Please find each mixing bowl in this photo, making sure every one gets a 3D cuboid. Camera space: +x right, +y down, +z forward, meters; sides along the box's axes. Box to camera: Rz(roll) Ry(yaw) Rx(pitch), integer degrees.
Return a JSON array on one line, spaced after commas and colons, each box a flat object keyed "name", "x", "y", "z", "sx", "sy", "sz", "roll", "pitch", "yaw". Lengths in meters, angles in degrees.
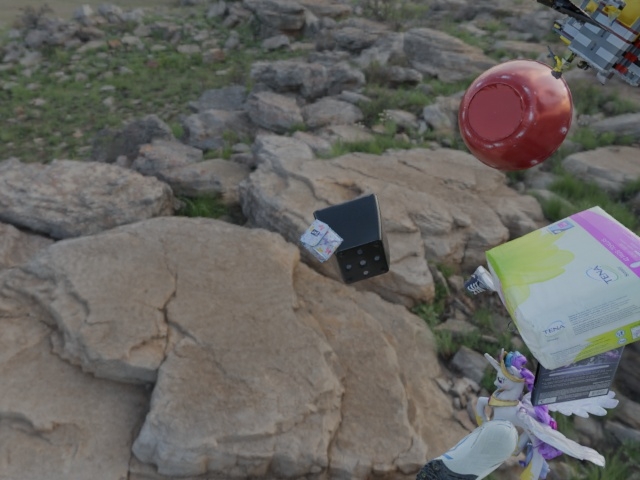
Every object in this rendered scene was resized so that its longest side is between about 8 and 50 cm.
[{"name": "mixing bowl", "x": 0.290, "y": -0.198, "z": 0.834, "sx": 0.181, "sy": 0.181, "sz": 0.098, "roll": 19, "pitch": 19, "yaw": 33}]

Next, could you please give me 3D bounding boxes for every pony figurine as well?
[{"name": "pony figurine", "x": 0.583, "y": 0.494, "z": 1.450, "sx": 0.351, "sy": 0.363, "sz": 0.303, "roll": 22, "pitch": 31, "yaw": 23}]

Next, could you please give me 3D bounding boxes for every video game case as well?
[{"name": "video game case", "x": 0.623, "y": 0.304, "z": 1.281, "sx": 0.196, "sy": 0.274, "sz": 0.026, "roll": -10, "pitch": 39, "yaw": 2}]

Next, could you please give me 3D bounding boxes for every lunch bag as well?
[{"name": "lunch bag", "x": 0.000, "y": 0.000, "z": 1.278, "sx": 0.071, "sy": 0.083, "sz": 0.053, "roll": -50, "pitch": 7, "yaw": -20}]

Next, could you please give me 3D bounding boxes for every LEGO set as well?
[{"name": "LEGO set", "x": 0.240, "y": -0.279, "z": 0.520, "sx": 0.331, "sy": 0.192, "sz": 0.255, "roll": -11, "pitch": 51, "yaw": -46}]

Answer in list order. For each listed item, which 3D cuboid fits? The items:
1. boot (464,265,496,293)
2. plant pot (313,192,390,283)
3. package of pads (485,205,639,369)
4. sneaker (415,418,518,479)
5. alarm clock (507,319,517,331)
[{"name": "boot", "x": 0.511, "y": 0.144, "z": 1.683, "sx": 0.069, "sy": 0.086, "sz": 0.190, "roll": 42, "pitch": 13, "yaw": 1}, {"name": "plant pot", "x": 0.100, "y": 0.010, "z": 1.472, "sx": 0.188, "sy": 0.187, "sz": 0.167, "roll": -16, "pitch": 38, "yaw": 3}, {"name": "package of pads", "x": 0.412, "y": 0.066, "z": 0.870, "sx": 0.229, "sy": 0.101, "sz": 0.296, "roll": -24, "pitch": 18, "yaw": 12}, {"name": "sneaker", "x": 0.301, "y": 0.448, "z": 1.077, "sx": 0.085, "sy": 0.237, "sz": 0.086, "roll": 57, "pitch": 15, "yaw": 22}, {"name": "alarm clock", "x": 0.554, "y": 0.165, "z": 1.366, "sx": 0.064, "sy": 0.192, "sz": 0.129, "roll": 36, "pitch": 16, "yaw": -18}]
